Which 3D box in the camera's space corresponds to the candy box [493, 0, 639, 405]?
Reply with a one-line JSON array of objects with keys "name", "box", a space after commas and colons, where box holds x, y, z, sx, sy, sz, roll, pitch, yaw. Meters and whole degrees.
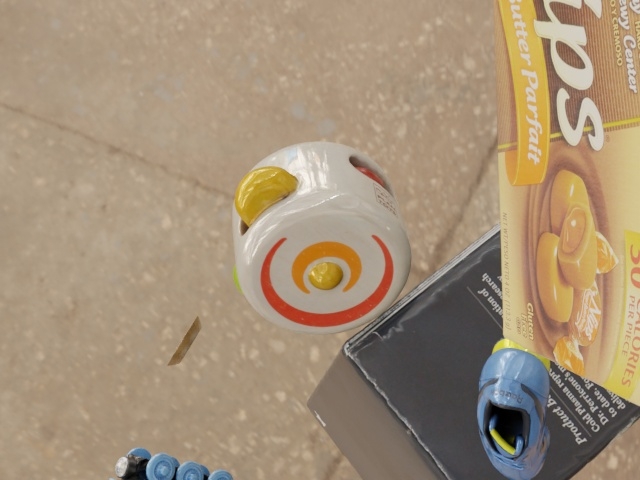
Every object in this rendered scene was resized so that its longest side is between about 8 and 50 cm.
[{"name": "candy box", "box": [0.180, -0.077, 0.661, 0.088, 0.183, 0.316, -7, 102, -19]}]

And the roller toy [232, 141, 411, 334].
[{"name": "roller toy", "box": [0.000, 0.000, 1.241, 0.191, 0.209, 0.146, -2, 36, -6]}]

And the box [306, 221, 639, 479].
[{"name": "box", "box": [0.263, 0.157, 1.537, 0.472, 0.480, 0.297, -35, 80, -14]}]

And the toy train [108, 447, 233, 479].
[{"name": "toy train", "box": [-0.192, 0.333, 1.450, 0.080, 0.184, 0.105, -1, 69, 49]}]

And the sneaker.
[{"name": "sneaker", "box": [0.174, 0.179, 1.048, 0.069, 0.209, 0.082, 12, 52, 18]}]

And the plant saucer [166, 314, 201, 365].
[{"name": "plant saucer", "box": [-0.190, 0.145, 1.594, 0.015, 0.083, 0.083, 31, 74, -3]}]
